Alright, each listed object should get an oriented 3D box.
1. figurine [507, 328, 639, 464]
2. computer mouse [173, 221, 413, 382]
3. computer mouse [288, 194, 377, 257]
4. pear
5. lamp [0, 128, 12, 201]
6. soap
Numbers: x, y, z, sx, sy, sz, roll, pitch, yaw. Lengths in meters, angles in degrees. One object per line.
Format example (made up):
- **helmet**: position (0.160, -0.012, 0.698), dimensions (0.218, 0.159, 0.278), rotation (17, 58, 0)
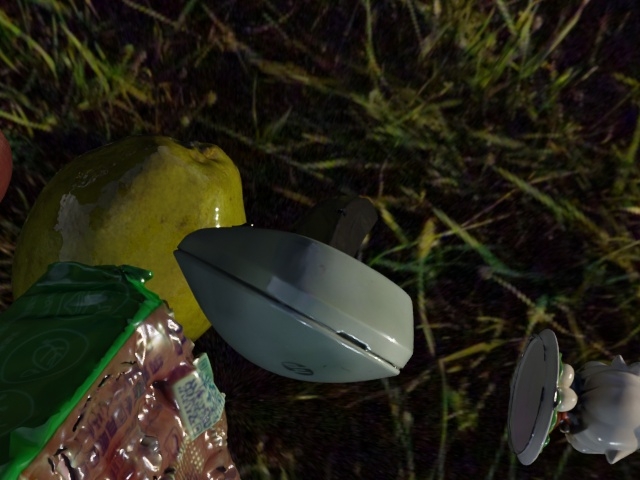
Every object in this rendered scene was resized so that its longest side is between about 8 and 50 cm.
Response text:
- **figurine**: position (0.265, 0.158, 0.897), dimensions (0.154, 0.132, 0.132), rotation (11, 80, -1)
- **computer mouse**: position (-0.034, 0.060, 0.799), dimensions (0.159, 0.288, 0.097), rotation (29, 77, -25)
- **computer mouse**: position (0.000, 0.000, 1.189), dimensions (0.073, 0.217, 0.122), rotation (46, 123, -8)
- **pear**: position (-0.286, 0.024, 1.502), dimensions (0.352, 0.352, 0.413), rotation (40, 112, 2)
- **lamp**: position (-0.439, -0.106, 1.056), dimensions (0.180, 0.180, 0.258), rotation (-43, 60, -11)
- **soap**: position (-0.122, 0.138, 0.388), dimensions (0.098, 0.273, 0.217), rotation (-2, 118, 18)
